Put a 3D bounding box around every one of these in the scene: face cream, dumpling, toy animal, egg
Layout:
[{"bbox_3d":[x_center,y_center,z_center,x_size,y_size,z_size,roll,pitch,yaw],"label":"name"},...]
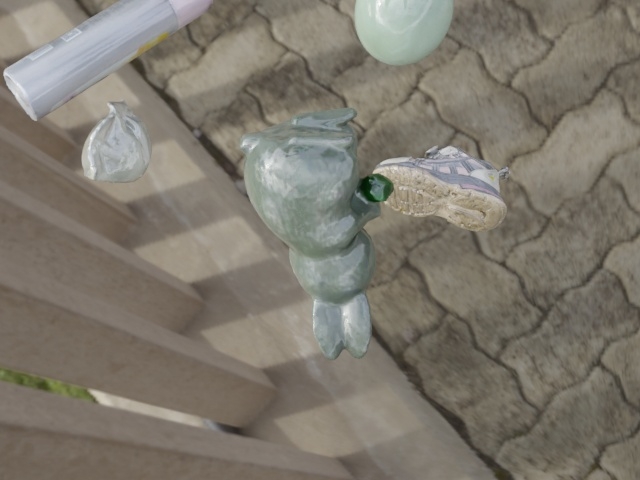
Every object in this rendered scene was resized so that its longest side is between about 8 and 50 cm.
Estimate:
[{"bbox_3d":[-0.262,-0.251,1.375,0.269,0.073,0.107,-37,25,-16],"label":"face cream"},{"bbox_3d":[-0.317,-0.155,1.728,0.108,0.188,0.127,14,110,10],"label":"dumpling"},{"bbox_3d":[0.000,-0.009,1.035,0.138,0.236,0.108,-1,34,4],"label":"toy animal"},{"bbox_3d":[0.128,-0.355,1.691,0.149,0.192,0.149,8,50,-9],"label":"egg"}]

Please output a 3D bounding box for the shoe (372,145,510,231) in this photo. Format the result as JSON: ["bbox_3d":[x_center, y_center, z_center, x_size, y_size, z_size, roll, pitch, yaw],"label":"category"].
[{"bbox_3d":[0.161,-0.082,1.437,0.180,0.089,0.092,16,52,10],"label":"shoe"}]
